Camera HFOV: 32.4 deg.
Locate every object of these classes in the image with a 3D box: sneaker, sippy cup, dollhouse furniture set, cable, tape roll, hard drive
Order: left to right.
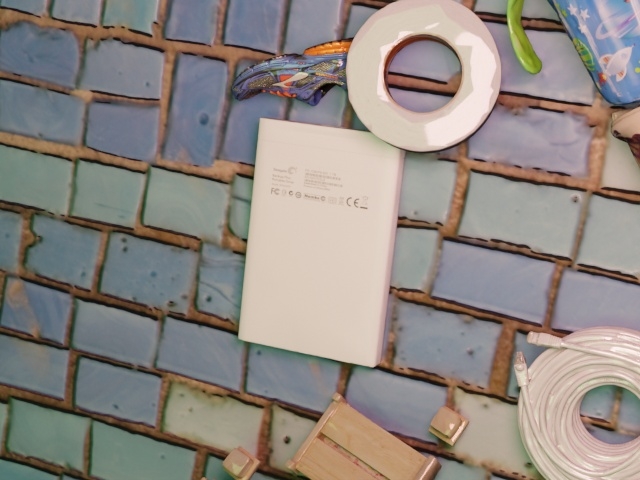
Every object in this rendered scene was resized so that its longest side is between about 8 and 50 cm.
[{"bbox_3d":[-0.036,-0.242,1.670,0.221,0.083,0.087,-11,97,25],"label":"sneaker"},{"bbox_3d":[0.000,0.000,1.701,0.233,0.047,0.353,10,99,21],"label":"hard drive"},{"bbox_3d":[0.024,0.367,1.742,0.303,0.174,0.355,31,78,29],"label":"dollhouse furniture set"},{"bbox_3d":[0.147,-0.234,1.570,0.219,0.072,0.219,0,93,7],"label":"tape roll"},{"bbox_3d":[0.405,0.248,1.544,0.257,0.089,0.257,1,98,22],"label":"cable"},{"bbox_3d":[0.409,-0.301,1.411,0.305,0.240,0.224,-2,111,67],"label":"sippy cup"}]

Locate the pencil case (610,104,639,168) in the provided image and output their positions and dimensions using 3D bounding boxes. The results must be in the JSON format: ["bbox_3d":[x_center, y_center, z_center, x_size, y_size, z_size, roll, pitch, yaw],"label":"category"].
[{"bbox_3d":[0.528,-0.016,1.418,0.183,0.160,0.410,-34,81,55],"label":"pencil case"}]
